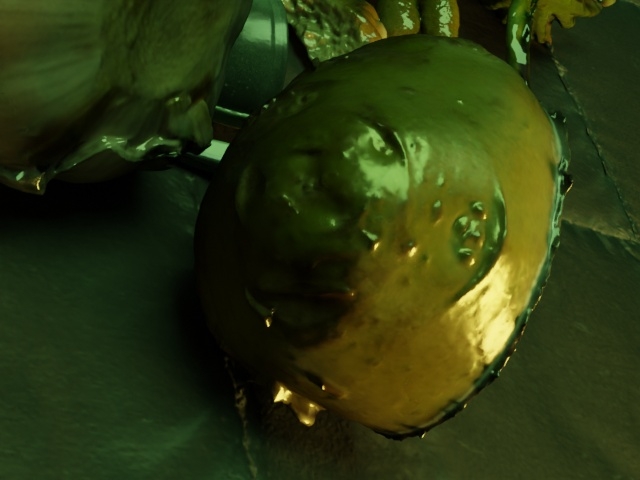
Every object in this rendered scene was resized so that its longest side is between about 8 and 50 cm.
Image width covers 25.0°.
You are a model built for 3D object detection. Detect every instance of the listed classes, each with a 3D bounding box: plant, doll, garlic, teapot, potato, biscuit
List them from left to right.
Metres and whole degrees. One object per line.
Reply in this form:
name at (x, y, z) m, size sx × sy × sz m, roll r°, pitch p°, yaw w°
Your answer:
garlic at (-0.161, -0.194, 0.958) m, size 0.241 × 0.322 × 0.322 m, roll 12°, pitch 33°, yaw 10°
teapot at (-0.089, -0.129, 1.146) m, size 0.108 × 0.149 × 0.111 m, roll 5°, pitch 5°, yaw -18°
biscuit at (0.004, -0.216, 1.344) m, size 0.183 × 0.061 × 0.118 m, roll 49°, pitch 34°, yaw 17°
potato at (0.022, -0.039, 0.979) m, size 0.196 × 0.246 × 0.299 m, roll 34°, pitch 37°, yaw -31°
doll at (0.092, -0.271, 1.484) m, size 0.137 × 0.097 × 0.209 m, roll 1°, pitch 57°, yaw 2°
plant at (0.245, -0.268, 1.460) m, size 0.333 × 0.180 × 0.251 m, roll -88°, pitch 164°, yaw -59°
